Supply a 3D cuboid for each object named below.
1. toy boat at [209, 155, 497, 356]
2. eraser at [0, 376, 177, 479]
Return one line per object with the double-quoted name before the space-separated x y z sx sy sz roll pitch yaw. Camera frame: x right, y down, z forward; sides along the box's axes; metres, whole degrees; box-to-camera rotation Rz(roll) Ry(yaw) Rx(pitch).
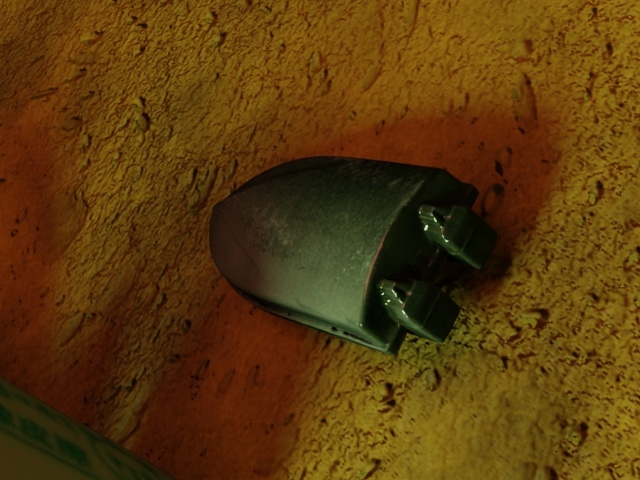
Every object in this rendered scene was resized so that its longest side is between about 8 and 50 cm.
"toy boat" 0.000 0.000 0.964 0.319 0.092 0.141 14 71 53
"eraser" -0.207 0.183 0.856 0.104 0.290 0.189 -50 41 0
